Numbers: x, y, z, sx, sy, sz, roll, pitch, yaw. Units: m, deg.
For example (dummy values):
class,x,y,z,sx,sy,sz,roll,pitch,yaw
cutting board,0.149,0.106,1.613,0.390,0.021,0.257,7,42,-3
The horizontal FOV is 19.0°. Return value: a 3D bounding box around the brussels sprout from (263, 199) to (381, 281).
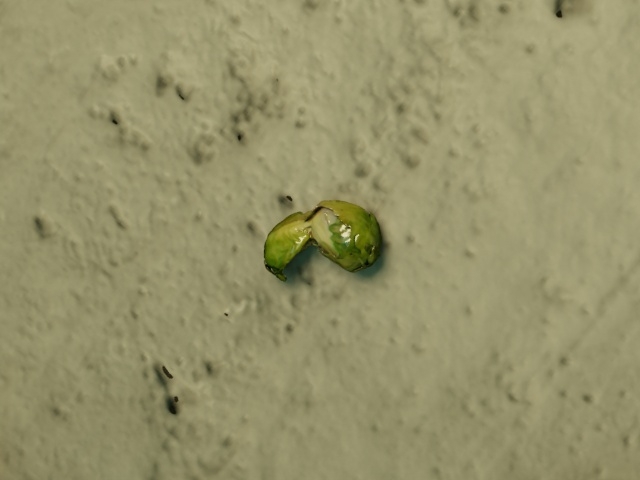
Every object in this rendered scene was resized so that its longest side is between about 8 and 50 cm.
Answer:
class,x,y,z,sx,sy,sz,roll,pitch,yaw
brussels sprout,-0.001,-0.001,1.286,0.083,0.046,0.051,-8,91,18
